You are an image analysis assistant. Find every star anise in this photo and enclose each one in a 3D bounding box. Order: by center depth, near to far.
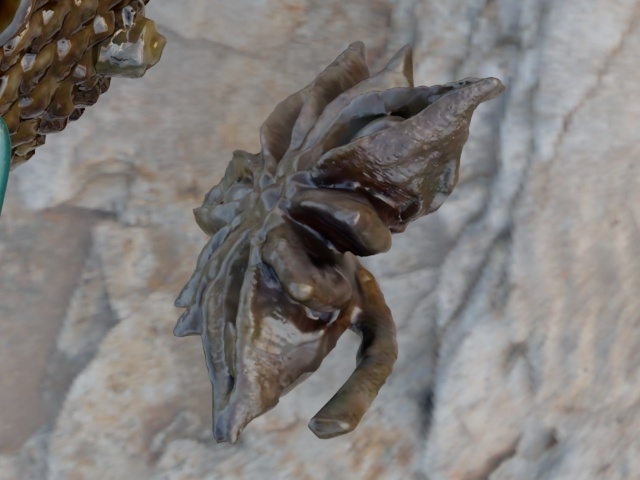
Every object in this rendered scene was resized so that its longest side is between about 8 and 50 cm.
[{"bbox_3d":[0.000,-0.003,1.182,0.109,0.349,0.292,26,88,-24],"label":"star anise"}]

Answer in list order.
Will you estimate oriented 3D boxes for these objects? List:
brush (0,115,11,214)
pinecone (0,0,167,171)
[{"bbox_3d":[-0.164,0.032,0.736,0.043,0.032,0.193,11,104,-13],"label":"brush"},{"bbox_3d":[-0.196,-0.149,0.875,0.264,0.264,0.264,2,95,20],"label":"pinecone"}]
